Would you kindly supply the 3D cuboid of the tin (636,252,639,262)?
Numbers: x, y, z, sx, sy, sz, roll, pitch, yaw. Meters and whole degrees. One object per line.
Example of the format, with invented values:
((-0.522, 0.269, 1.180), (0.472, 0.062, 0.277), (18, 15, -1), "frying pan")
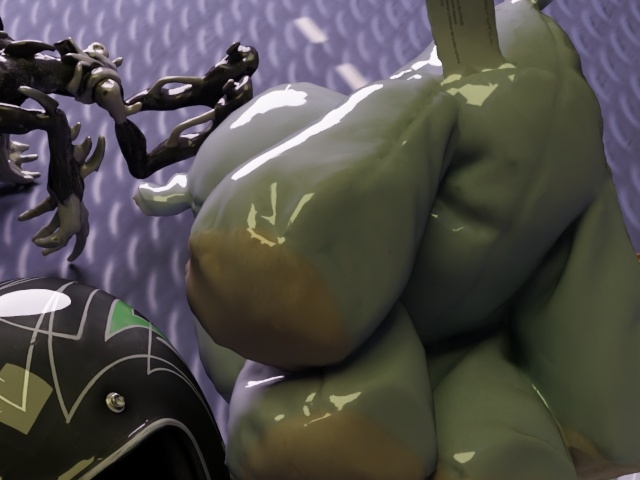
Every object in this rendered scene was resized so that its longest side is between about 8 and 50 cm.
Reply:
((0.130, 0.041, 0.844), (0.189, 0.040, 0.106), (-12, 14, -25), "tin")

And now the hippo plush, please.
((0.000, 0.000, 0.684), (0.234, 0.294, 0.236), (-12, 7, -36), "hippo plush")

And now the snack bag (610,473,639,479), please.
((0.130, 0.137, 0.686), (0.342, 0.037, 0.323), (4, 24, 16), "snack bag")

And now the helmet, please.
((-0.125, 0.095, 0.681), (0.169, 0.161, 0.169), (-22, 36, 17), "helmet")

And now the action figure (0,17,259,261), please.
((-0.172, -0.070, 0.983), (0.275, 0.141, 0.164), (1, 33, -22), "action figure")
